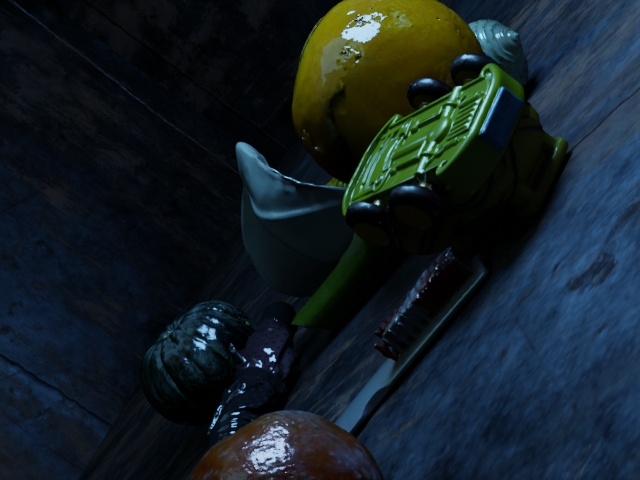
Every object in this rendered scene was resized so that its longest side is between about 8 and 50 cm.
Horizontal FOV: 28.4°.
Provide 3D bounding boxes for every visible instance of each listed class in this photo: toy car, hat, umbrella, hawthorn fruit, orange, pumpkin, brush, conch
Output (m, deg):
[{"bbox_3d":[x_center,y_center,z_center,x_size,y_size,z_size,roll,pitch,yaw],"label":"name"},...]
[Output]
[{"bbox_3d":[0.139,-0.070,1.308,0.248,0.142,0.200,-20,37,60],"label":"toy car"},{"bbox_3d":[0.000,-0.008,1.768,0.301,0.257,0.168,107,161,-46],"label":"hat"},{"bbox_3d":[-0.080,0.189,1.709,0.326,0.094,0.090,-68,-28,-55],"label":"umbrella"},{"bbox_3d":[-0.026,0.220,0.967,0.173,0.173,0.173,-53,8,10],"label":"hawthorn fruit"},{"bbox_3d":[0.080,-0.177,1.517,0.246,0.246,0.246,-53,8,10],"label":"orange"},{"bbox_3d":[-0.190,0.198,2.050,0.220,0.162,0.220,-41,15,13],"label":"pumpkin"},{"bbox_3d":[0.055,0.134,1.290,0.321,0.050,0.060,-53,11,16],"label":"brush"},{"bbox_3d":[0.212,-0.204,1.613,0.153,0.102,0.135,103,163,-54],"label":"conch"}]

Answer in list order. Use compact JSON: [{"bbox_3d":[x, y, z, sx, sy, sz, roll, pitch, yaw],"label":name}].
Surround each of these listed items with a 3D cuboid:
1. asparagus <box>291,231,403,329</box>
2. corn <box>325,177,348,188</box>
[{"bbox_3d":[0.058,0.031,1.651,0.278,0.067,0.060,-53,30,31],"label":"asparagus"},{"bbox_3d":[0.063,-0.084,2.016,0.097,0.097,0.320,-56,6,-16],"label":"corn"}]
